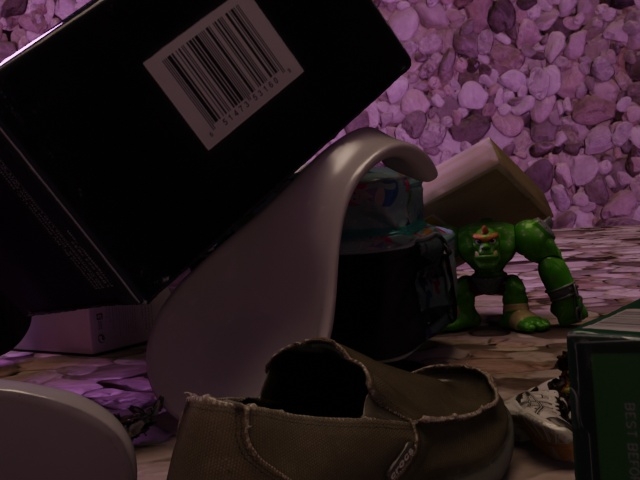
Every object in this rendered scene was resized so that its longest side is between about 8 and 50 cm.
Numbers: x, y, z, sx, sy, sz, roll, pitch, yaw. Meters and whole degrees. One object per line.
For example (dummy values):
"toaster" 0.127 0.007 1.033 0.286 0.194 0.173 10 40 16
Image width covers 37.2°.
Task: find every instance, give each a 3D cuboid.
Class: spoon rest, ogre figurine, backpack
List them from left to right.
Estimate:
"spoon rest" -0.018 0.017 0.690 0.137 0.276 0.084 26 -24 31
"backpack" 0.017 0.027 0.888 0.225 0.191 0.253 -3 -2 22
"ogre figurine" 0.177 0.036 1.017 0.197 0.118 0.097 -2 3 31

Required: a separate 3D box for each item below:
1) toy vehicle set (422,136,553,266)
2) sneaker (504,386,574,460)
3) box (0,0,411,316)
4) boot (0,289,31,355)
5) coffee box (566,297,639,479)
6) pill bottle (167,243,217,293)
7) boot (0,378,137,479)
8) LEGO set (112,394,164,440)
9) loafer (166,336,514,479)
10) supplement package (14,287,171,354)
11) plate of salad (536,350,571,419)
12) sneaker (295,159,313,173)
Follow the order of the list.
"toy vehicle set" 0.114 -0.007 1.087 0.267 0.035 0.166 -29 -33 21
"sneaker" 0.133 0.102 0.558 0.037 0.032 0.083 -33 11 -12
"box" -0.144 -0.098 0.765 0.296 0.182 0.294 -44 16 -28
"boot" -0.420 0.088 0.947 0.179 0.085 0.236 -4 10 18
"coffee box" 0.151 0.077 0.387 0.040 0.113 0.184 -3 2 34
"pill bottle" -0.160 -0.030 0.992 0.108 0.193 0.108 -26 16 8
"boot" -0.214 0.102 0.451 0.258 0.095 0.123 -5 10 -6
"LEGO set" -0.137 0.129 0.628 0.083 0.023 0.054 -19 6 -19
"loafer" 0.022 0.091 0.475 0.094 0.087 0.251 -1 4 35
"supplement package" -0.249 0.013 1.146 0.198 0.199 0.263 -1 4 35
"plate of salad" 0.238 0.091 0.616 0.200 0.048 0.200 -4 4 0
"sneaker" -0.028 -0.013 1.386 0.210 0.137 0.366 -33 -6 28
